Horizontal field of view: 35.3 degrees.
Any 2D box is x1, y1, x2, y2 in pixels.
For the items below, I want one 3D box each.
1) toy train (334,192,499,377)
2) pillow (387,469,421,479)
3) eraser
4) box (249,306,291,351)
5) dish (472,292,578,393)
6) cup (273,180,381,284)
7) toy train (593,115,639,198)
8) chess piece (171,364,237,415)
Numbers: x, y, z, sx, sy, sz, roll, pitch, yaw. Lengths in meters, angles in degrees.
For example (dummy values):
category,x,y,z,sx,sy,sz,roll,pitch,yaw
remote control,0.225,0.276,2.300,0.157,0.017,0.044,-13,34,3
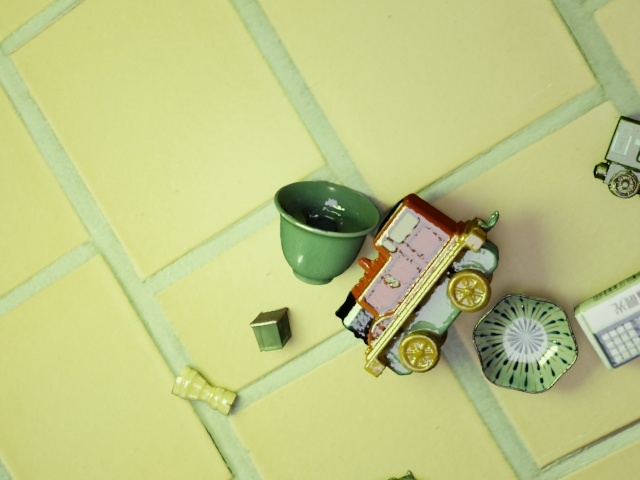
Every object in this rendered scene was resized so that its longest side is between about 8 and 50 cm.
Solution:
category,x,y,z,sx,sy,sz,roll,pitch,yaw
toy train,0.179,0.072,1.815,0.231,0.163,0.369,38,105,4
pillow,0.119,0.505,1.936,0.241,0.051,0.093,-20,60,7
eraser,0.596,0.107,1.762,0.278,0.081,0.124,-31,90,16
box,-0.093,0.173,1.939,0.060,0.085,0.063,-10,101,14
dish,0.373,0.181,1.836,0.190,0.066,0.191,2,100,12
cup,0.000,0.000,1.858,0.199,0.199,0.150,19,120,10
toy train,0.591,-0.119,1.730,0.225,0.090,0.137,19,98,10
chess piece,-0.229,0.303,2.002,0.122,0.066,0.066,26,103,3
